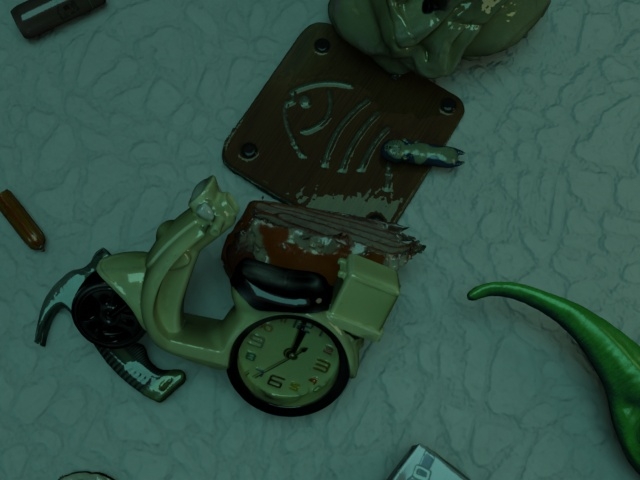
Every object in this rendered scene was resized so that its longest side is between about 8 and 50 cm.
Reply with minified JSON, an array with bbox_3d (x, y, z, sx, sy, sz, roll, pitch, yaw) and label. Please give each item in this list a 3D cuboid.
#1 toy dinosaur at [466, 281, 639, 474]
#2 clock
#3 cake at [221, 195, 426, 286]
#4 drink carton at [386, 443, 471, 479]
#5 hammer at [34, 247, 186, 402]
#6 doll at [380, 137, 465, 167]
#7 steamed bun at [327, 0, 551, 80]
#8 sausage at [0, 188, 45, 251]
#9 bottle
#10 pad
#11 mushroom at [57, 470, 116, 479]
[{"bbox_3d":[0.410,0.280,1.178,0.499,0.144,0.375,12,88,6],"label":"toy dinosaur"},{"bbox_3d":[-0.110,0.073,1.140,0.379,0.120,0.276,24,112,-11],"label":"clock"},{"bbox_3d":[0.000,0.002,1.212,0.287,0.098,0.135,-7,108,0],"label":"cake"},{"bbox_3d":[0.113,0.391,1.139,0.134,0.102,0.222,37,77,10],"label":"drink carton"},{"bbox_3d":[-0.289,0.137,1.225,0.226,0.041,0.159,44,80,9],"label":"hammer"},{"bbox_3d":[0.151,-0.128,1.287,0.125,0.027,0.037,5,68,0],"label":"doll"},{"bbox_3d":[0.177,-0.385,1.276,0.320,0.206,0.275,-20,73,-12],"label":"steamed bun"},{"bbox_3d":[-0.432,-0.025,1.270,0.031,0.031,0.107,-40,80,-10],"label":"sausage"},{"bbox_3d":[-0.401,-0.360,1.342,0.140,0.053,0.053,-28,78,-8],"label":"bottle"},{"bbox_3d":[0.034,-0.163,1.319,0.284,0.018,0.286,31,77,7],"label":"pad"},{"bbox_3d":[-0.311,0.338,1.187,0.101,0.019,0.049,11,75,4],"label":"mushroom"}]
